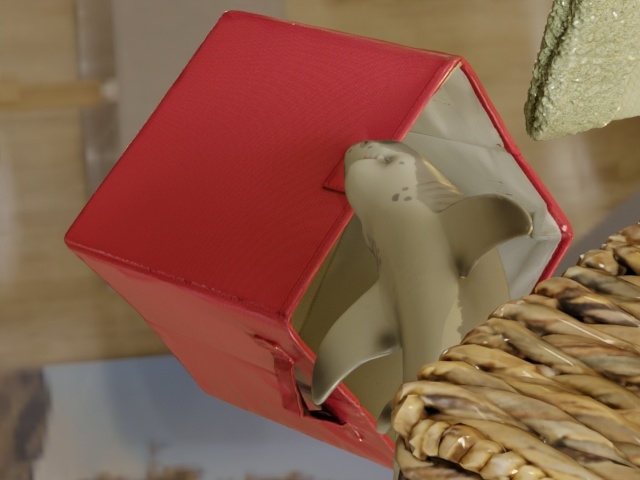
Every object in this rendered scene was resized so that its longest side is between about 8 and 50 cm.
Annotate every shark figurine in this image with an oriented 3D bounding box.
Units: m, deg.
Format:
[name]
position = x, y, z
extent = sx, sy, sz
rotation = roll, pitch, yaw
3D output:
[shark figurine]
position = 0.067, 0.083, 0.889
extent = 0.166, 0.116, 0.278
rotation = -9, -111, 51

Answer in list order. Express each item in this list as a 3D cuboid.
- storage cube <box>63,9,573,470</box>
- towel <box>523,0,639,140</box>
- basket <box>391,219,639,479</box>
[storage cube]
position = 0.000, 0.000, 1.118
extent = 0.193, 0.215, 0.184
rotation = 18, -24, 41
[towel]
position = 0.155, -0.103, 0.887
extent = 0.148, 0.110, 0.027
rotation = 103, -31, -54
[basket]
position = 0.189, 0.146, 0.608
extent = 0.299, 0.213, 0.223
rotation = 25, -49, 36
